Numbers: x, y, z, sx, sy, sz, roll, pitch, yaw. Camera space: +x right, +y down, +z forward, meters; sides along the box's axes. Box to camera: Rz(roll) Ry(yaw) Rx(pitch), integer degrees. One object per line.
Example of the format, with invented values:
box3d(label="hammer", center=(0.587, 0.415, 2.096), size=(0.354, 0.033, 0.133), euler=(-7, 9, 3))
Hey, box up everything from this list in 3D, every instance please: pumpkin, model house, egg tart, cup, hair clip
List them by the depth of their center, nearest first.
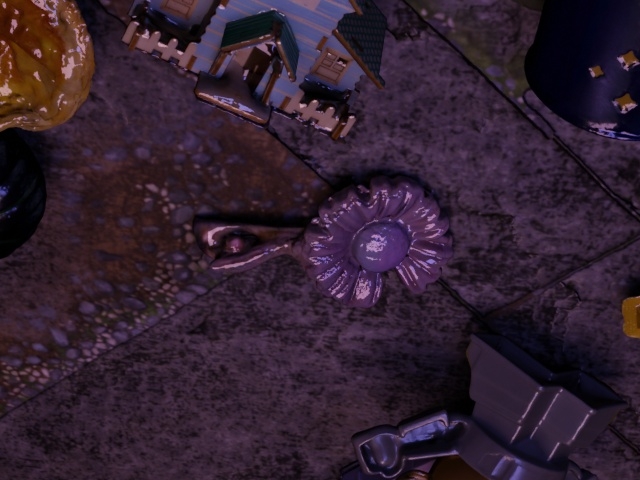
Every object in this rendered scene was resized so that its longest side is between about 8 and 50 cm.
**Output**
box3d(label="cup", center=(0.327, -0.262, 1.524), size=(0.178, 0.255, 0.256), euler=(36, 138, 26))
box3d(label="model house", center=(-0.037, -0.238, 1.561), size=(0.271, 0.178, 0.206), euler=(25, 131, -12))
box3d(label="egg tart", center=(-0.341, -0.211, 1.676), size=(0.241, 0.106, 0.241), euler=(5, 132, 6))
box3d(label="pumpkin", center=(-0.405, -0.056, 1.812), size=(0.202, 0.140, 0.202), euler=(2, 133, 2))
box3d(label="hair clip", center=(-0.003, 0.005, 1.862), size=(0.300, 0.069, 0.173), euler=(-3, 133, 11))

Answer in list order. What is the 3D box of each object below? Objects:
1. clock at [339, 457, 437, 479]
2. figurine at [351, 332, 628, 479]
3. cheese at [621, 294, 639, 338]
box3d(label="clock", center=(0.131, 0.329, 2.156), size=(0.193, 0.073, 0.144), euler=(-32, 122, 32))
box3d(label="figurine", center=(0.212, 0.276, 1.972), size=(0.342, 0.167, 0.285), euler=(28, 104, 6))
box3d(label="cheese", center=(0.481, 0.083, 1.866), size=(0.270, 0.069, 0.177), euler=(-2, 134, 10))
